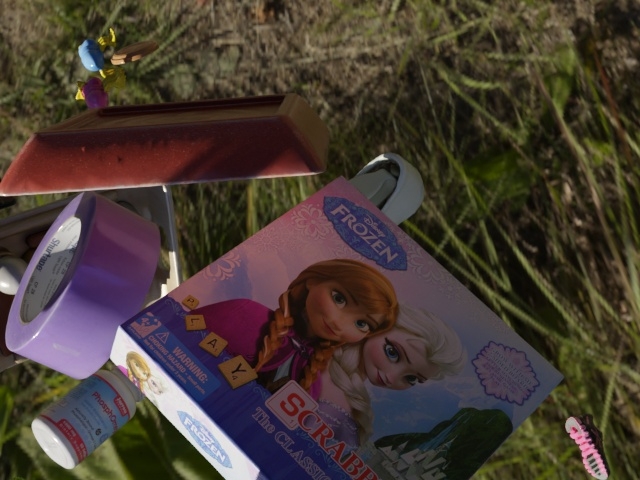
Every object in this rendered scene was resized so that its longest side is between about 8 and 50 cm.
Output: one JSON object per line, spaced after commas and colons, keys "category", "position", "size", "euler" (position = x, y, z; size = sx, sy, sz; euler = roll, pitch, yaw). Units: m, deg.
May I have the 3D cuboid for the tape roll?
{"category": "tape roll", "position": [-0.255, 0.047, 1.119], "size": [0.080, 0.189, 0.189], "euler": [30, 121, -26]}

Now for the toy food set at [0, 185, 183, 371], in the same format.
{"category": "toy food set", "position": [-0.329, 0.061, 1.411], "size": [0.306, 0.092, 0.220], "euler": [-21, 123, -28]}

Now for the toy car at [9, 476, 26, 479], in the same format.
{"category": "toy car", "position": [-0.451, 0.486, 1.650], "size": [0.188, 0.155, 0.149], "euler": [11, 123, 19]}

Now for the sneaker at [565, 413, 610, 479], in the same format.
{"category": "sneaker", "position": [0.476, 0.354, 1.815], "size": [0.057, 0.119, 0.047], "euler": [-18, 168, -35]}

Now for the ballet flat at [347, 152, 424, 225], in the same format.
{"category": "ballet flat", "position": [0.000, 0.000, 1.671], "size": [0.400, 0.139, 0.139], "euler": [-42, 127, -9]}

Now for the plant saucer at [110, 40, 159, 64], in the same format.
{"category": "plant saucer", "position": [-0.310, -0.316, 1.747], "size": [0.083, 0.083, 0.013], "euler": [-15, 115, 7]}

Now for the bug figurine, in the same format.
{"category": "bug figurine", "position": [-0.355, -0.190, 1.673], "size": [0.072, 0.216, 0.279], "euler": [-4, 113, -17]}

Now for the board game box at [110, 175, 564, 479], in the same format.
{"category": "board game box", "position": [0.024, 0.123, 1.010], "size": [0.318, 0.318, 0.066], "euler": [42, 141, 14]}

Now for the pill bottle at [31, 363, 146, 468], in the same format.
{"category": "pill bottle", "position": [-0.319, 0.239, 1.476], "size": [0.087, 0.160, 0.087], "euler": [31, 143, 27]}

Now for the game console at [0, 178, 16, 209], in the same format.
{"category": "game console", "position": [-0.610, -0.094, 1.826], "size": [0.122, 0.107, 0.071], "euler": [-21, 127, -29]}

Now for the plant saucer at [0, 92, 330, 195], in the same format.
{"category": "plant saucer", "position": [-0.123, -0.092, 0.920], "size": [0.259, 0.258, 0.048], "euler": [-5, 103, 2]}
